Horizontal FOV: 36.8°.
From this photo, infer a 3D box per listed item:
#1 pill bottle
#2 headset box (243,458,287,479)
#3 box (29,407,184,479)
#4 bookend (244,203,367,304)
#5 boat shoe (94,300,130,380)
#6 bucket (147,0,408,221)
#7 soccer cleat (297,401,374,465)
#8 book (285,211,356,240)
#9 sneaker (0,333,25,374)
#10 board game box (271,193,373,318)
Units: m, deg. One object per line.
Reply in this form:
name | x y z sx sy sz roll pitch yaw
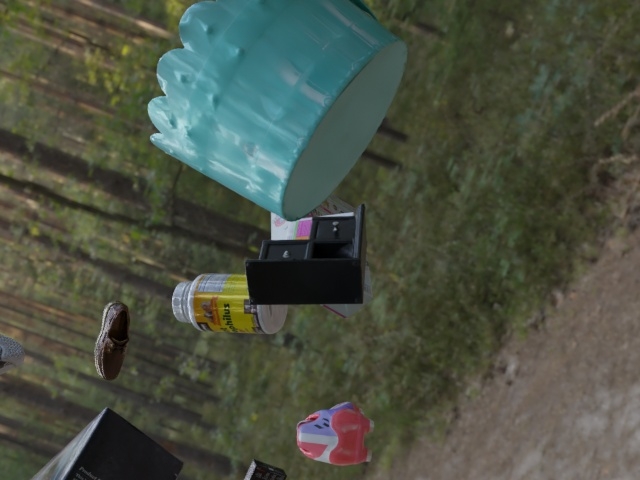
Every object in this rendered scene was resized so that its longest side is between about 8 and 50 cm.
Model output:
pill bottle | -0.182 0.124 1.913 0.117 0.214 0.117 0 -90 -67
headset box | -0.105 0.435 1.686 0.083 0.062 0.032 -66 17 4
box | -0.415 0.485 1.585 0.296 0.182 0.294 -42 13 32
bookend | -0.015 0.018 1.351 0.157 0.156 0.072 -80 -13 -59
boat shoe | -0.456 0.224 2.123 0.060 0.064 0.178 13 95 56
bucket | -0.041 -0.169 1.089 0.281 0.183 0.281 -51 -12 -15
soccer cleat | 0.009 0.247 1.242 0.248 0.095 0.083 125 154 -81
book | 0.000 0.000 1.822 0.035 0.144 0.096 32 -121 -52
sneaker | -0.869 0.339 2.216 0.137 0.365 0.210 44 134 45
board game box | -0.002 0.005 2.238 0.097 0.224 0.303 -40 33 29
